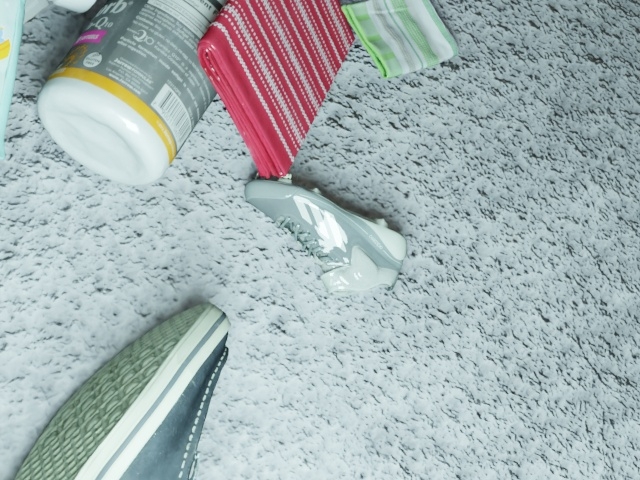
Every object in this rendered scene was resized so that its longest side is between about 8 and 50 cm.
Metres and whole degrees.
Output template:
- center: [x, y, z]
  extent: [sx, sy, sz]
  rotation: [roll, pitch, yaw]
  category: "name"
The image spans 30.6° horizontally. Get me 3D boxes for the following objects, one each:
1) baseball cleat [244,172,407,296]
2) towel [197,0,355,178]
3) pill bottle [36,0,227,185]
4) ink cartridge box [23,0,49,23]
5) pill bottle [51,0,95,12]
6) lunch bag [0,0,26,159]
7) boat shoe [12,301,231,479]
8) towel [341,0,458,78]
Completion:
- center: [0.000, 0.000, 1.352]
  extent: [0.206, 0.072, 0.109]
  rotation: [20, 72, -6]
  category: "baseball cleat"
- center: [-0.046, -0.228, 1.353]
  extent: [0.199, 0.031, 0.275]
  rotation: [62, 38, -36]
  category: "towel"
- center: [-0.182, -0.211, 1.320]
  extent: [0.162, 0.162, 0.278]
  rotation: [31, 63, -5]
  category: "pill bottle"
- center: [-0.453, -0.303, 1.338]
  extent: [0.224, 0.056, 0.181]
  rotation: [50, 62, -16]
  category: "ink cartridge box"
- center: [-0.387, -0.369, 1.249]
  extent: [0.334, 0.188, 0.187]
  rotation: [19, 64, -28]
  category: "pill bottle"
- center: [-0.444, -0.177, 1.201]
  extent: [0.262, 0.160, 0.223]
  rotation: [10, 81, -11]
  category: "lunch bag"
- center: [-0.200, 0.265, 1.113]
  extent: [0.156, 0.187, 0.500]
  rotation: [45, 45, -22]
  category: "boat shoe"
- center: [0.105, -0.268, 1.488]
  extent: [0.152, 0.023, 0.113]
  rotation: [-26, 80, -45]
  category: "towel"
